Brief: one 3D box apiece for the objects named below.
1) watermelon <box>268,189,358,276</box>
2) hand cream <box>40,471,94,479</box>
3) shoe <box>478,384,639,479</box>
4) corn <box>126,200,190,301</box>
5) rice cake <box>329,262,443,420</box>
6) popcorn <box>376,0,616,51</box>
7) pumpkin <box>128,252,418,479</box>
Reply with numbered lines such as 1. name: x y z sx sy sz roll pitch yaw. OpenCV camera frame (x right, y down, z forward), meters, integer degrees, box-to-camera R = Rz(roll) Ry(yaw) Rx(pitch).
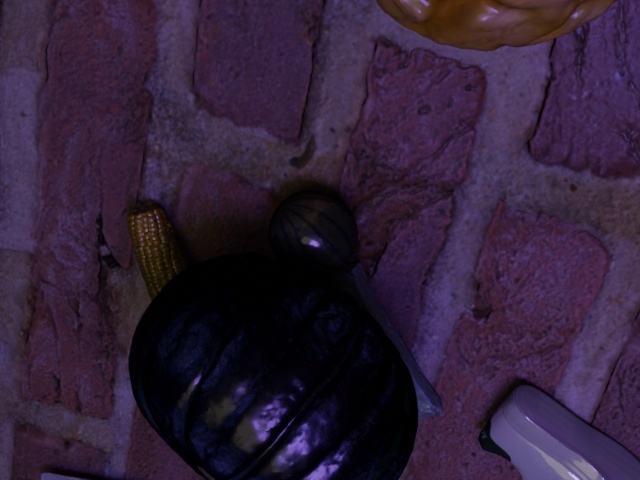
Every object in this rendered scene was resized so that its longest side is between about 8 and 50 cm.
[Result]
1. watermelon: 0.000 0.000 1.153 0.133 0.105 0.105 43 119 -15
2. hand cream: -0.361 0.545 1.527 0.185 0.118 0.359 7 112 15
3. shoe: 0.327 0.302 1.231 0.265 0.095 0.110 41 125 -2
4. corn: -0.203 0.047 1.253 0.067 0.067 0.206 -10 111 19
5. rice cake: 0.087 0.138 1.235 0.045 0.042 0.245 -23 109 29
6. popcorn: 0.155 -0.355 0.797 0.344 0.354 0.390 -2 95 -13
7. pumpkin: -0.058 0.177 1.124 0.363 0.363 0.266 42 76 -8
